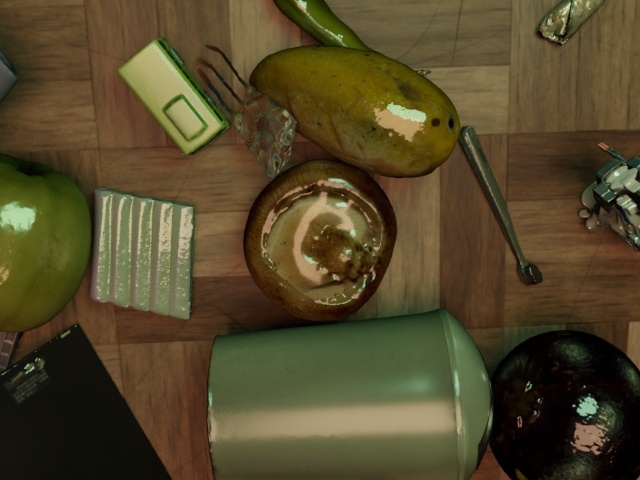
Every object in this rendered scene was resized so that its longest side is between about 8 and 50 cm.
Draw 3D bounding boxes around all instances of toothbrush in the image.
[{"bbox_3d":[0.298,-0.054,1.258,0.030,0.030,0.297,-32,102,-21],"label":"toothbrush"}]

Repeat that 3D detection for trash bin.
[{"bbox_3d":[0.054,0.257,1.200,0.431,0.280,0.281,-4,103,2],"label":"trash bin"}]

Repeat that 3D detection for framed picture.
[{"bbox_3d":[-0.420,0.347,1.249,0.255,0.014,0.339,-37,107,-37],"label":"framed picture"}]

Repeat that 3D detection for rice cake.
[{"bbox_3d":[-0.291,0.024,1.249,0.189,0.037,0.198,12,103,-5],"label":"rice cake"}]

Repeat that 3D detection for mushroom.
[{"bbox_3d":[0.000,0.000,1.192,0.253,0.153,0.253,0,95,1],"label":"mushroom"}]

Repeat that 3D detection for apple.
[{"bbox_3d":[-0.489,0.003,1.144,0.279,0.279,0.279,0,103,-2],"label":"apple"}]

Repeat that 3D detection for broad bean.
[{"bbox_3d":[0.019,-0.323,1.165,0.325,0.067,0.075,37,63,-16],"label":"broad bean"}]

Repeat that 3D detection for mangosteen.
[{"bbox_3d":[0.407,0.288,1.228,0.287,0.288,0.288,0,103,-2],"label":"mangosteen"}]

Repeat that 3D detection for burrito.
[{"bbox_3d":[0.413,-0.375,1.181,0.051,0.042,0.171,43,95,-14],"label":"burrito"}]

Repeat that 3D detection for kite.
[{"bbox_3d":[-0.113,-0.206,1.148,0.229,0.016,0.127,51,137,14],"label":"kite"}]

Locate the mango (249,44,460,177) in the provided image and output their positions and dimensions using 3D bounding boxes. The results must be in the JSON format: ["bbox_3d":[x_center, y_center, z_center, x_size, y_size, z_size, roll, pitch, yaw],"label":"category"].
[{"bbox_3d":[0.047,-0.202,1.125,0.329,0.175,0.177,31,126,11],"label":"mango"}]

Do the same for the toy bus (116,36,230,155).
[{"bbox_3d":[-0.222,-0.216,1.163,0.088,0.101,0.175,-37,103,6],"label":"toy bus"}]

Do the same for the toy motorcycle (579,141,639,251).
[{"bbox_3d":[0.471,-0.057,1.191,0.102,0.221,0.150,-37,57,4],"label":"toy motorcycle"}]

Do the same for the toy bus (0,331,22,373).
[{"bbox_3d":[-0.534,0.170,1.274,0.052,0.037,0.131,20,102,-9],"label":"toy bus"}]

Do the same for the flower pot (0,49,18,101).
[{"bbox_3d":[-0.579,-0.228,1.074,0.243,0.265,0.265,-36,102,-4],"label":"flower pot"}]
